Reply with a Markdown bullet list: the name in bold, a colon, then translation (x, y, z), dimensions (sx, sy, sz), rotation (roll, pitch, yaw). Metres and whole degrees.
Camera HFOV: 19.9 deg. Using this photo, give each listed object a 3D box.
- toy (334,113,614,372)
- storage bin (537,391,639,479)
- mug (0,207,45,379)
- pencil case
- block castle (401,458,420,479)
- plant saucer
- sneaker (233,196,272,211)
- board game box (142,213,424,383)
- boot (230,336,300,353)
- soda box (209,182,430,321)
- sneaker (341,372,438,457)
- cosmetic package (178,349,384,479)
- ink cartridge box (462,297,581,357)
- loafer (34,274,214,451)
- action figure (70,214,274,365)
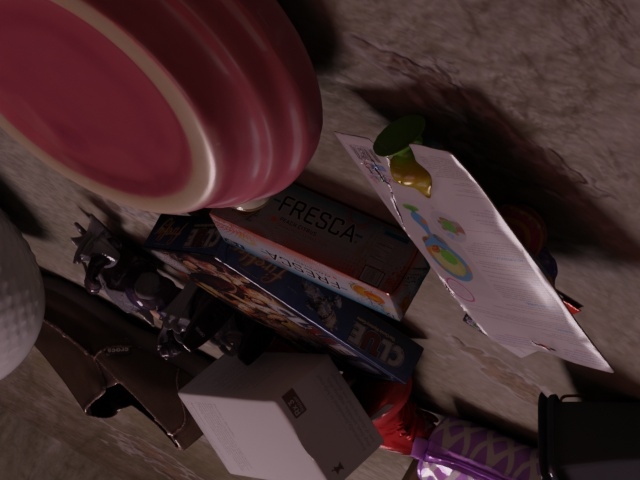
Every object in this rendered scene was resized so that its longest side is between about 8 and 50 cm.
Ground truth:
- **toy**: translation (0.123, -0.005, 1.333), dimensions (0.137, 0.056, 0.237), rotation (14, 152, 53)
- **storage bin**: translation (0.251, 0.185, 1.623), dimensions (0.091, 0.098, 0.135), rotation (-6, 150, 16)
- **mug**: translation (-0.502, 0.006, 2.131), dimensions (0.328, 0.276, 0.374), rotation (40, -167, -50)
- **pencil case**: translation (0.200, 0.249, 1.870), dimensions (0.206, 0.086, 0.088), rotation (19, -167, 31)
- **block castle**: translation (0.252, 0.421, 2.063), dimensions (0.453, 0.213, 0.303), rotation (29, 163, 3)
- **plant saucer**: translation (-0.157, -0.132, 1.295), dimensions (0.332, 0.084, 0.332), rotation (26, 152, 15)
- **sneaker**: translation (-0.114, -0.103, 1.459), dimensions (0.192, 0.064, 0.086), rotation (32, 151, 7)
- **board game box**: translation (-0.037, 0.056, 1.764), dimensions (0.243, 0.042, 0.165), rotation (35, 166, -25)
- **boot**: translation (-0.054, 0.127, 2.012), dimensions (0.084, 0.059, 0.158), rotation (29, 163, -13)
- **soda box**: translation (0.000, 0.000, 1.549), dimensions (0.183, 0.058, 0.063), rotation (25, 162, 21)
- **sneaker**: translation (0.084, 0.173, 1.916), dimensions (0.128, 0.087, 0.221), rotation (15, 165, -15)
- **cosmetic package**: translation (-0.044, 0.182, 1.879), dimensions (0.231, 0.085, 0.117), rotation (-4, 122, 59)
- **ink cartridge box**: translation (0.164, 0.062, 1.498), dimensions (0.063, 0.029, 0.115), rotation (32, 164, -5)
- **loafer**: translation (-0.286, 0.158, 2.359), dimensions (0.366, 0.130, 0.134), rotation (24, 162, 20)
- **action figure**: translation (-0.177, 0.060, 1.961), dimensions (0.285, 0.099, 0.185), rotation (15, 163, 49)
